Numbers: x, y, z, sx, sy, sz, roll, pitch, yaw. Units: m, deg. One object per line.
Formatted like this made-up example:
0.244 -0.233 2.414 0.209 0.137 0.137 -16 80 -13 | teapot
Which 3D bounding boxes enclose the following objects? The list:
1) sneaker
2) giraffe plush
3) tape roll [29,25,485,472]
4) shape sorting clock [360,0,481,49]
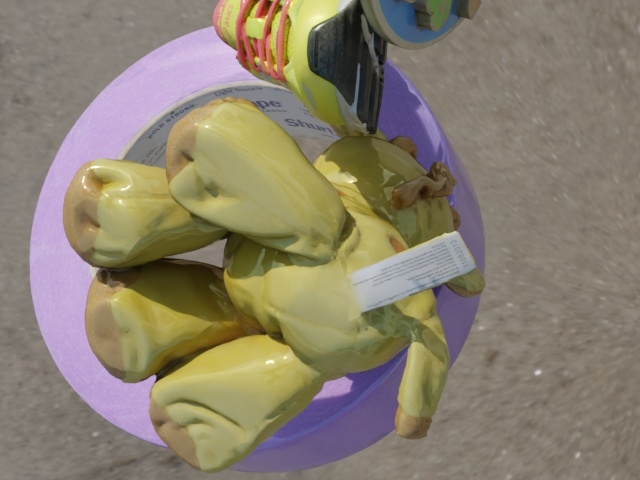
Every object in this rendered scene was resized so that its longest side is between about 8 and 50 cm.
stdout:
-0.011 -0.105 0.683 0.094 0.208 0.081 7 102 0 | sneaker
0.000 0.000 0.675 0.210 0.170 0.181 -5 107 23 | giraffe plush
-0.040 0.003 0.825 0.274 0.090 0.275 -6 70 17 | tape roll
0.071 -0.183 0.584 0.040 0.206 0.206 22 93 26 | shape sorting clock
